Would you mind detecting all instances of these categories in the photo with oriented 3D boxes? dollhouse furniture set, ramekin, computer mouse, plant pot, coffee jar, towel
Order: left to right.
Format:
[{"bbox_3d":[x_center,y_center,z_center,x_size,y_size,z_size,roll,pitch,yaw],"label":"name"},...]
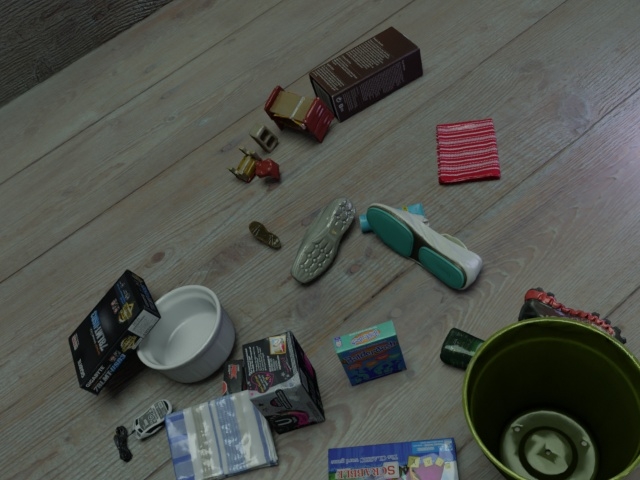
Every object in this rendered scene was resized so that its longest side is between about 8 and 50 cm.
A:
[{"bbox_3d":[-0.493,0.527,1.847,0.193,0.042,0.106,-36,48,-4],"label":"computer mouse"},{"bbox_3d":[-0.386,0.280,1.916,0.278,0.135,0.277,-15,47,17],"label":"ramekin"},{"bbox_3d":[-0.268,0.526,1.742,0.285,0.034,0.209,-17,72,5],"label":"towel"},{"bbox_3d":[-0.139,-0.353,2.357,0.201,0.152,0.373,25,82,30],"label":"dollhouse furniture set"},{"bbox_3d":[0.487,-0.299,2.182,0.199,0.031,0.274,-5,53,12],"label":"towel"},{"bbox_3d":[0.416,0.304,1.722,0.185,0.079,0.096,19,59,28],"label":"coffee jar"},{"bbox_3d":[0.506,0.415,1.439,0.367,0.352,0.366,-8,53,10],"label":"plant pot"}]

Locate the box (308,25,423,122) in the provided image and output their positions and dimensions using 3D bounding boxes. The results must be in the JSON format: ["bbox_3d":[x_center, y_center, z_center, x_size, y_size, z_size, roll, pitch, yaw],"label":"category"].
[{"bbox_3d":[0.171,-0.625,2.449,0.382,0.143,0.191,-32,52,-6],"label":"box"}]

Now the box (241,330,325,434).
[{"bbox_3d":[-0.096,0.377,1.709,0.142,0.247,0.163,-18,51,5],"label":"box"}]

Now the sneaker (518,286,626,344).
[{"bbox_3d":[0.639,0.232,1.700,0.276,0.097,0.135,26,65,33],"label":"sneaker"}]

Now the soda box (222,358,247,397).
[{"bbox_3d":[-0.240,0.423,1.841,0.060,0.053,0.168,-10,52,9],"label":"soda box"}]

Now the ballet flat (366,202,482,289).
[{"bbox_3d":[0.314,0.002,1.963,0.139,0.139,0.400,-43,59,-16],"label":"ballet flat"}]

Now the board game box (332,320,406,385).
[{"bbox_3d":[0.133,0.301,1.723,0.160,0.210,0.047,-18,51,4],"label":"board game box"}]

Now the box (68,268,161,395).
[{"bbox_3d":[-0.620,0.263,1.952,0.293,0.073,0.295,-49,33,-1],"label":"box"}]

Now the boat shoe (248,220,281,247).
[{"bbox_3d":[-0.183,-0.015,2.155,0.050,0.045,0.135,-46,59,-9],"label":"boat shoe"}]

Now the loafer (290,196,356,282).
[{"bbox_3d":[0.000,0.000,2.066,0.319,0.112,0.111,-55,23,-23],"label":"loafer"}]

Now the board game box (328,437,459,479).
[{"bbox_3d":[0.179,0.643,1.547,0.319,0.065,0.317,-9,53,10],"label":"board game box"}]

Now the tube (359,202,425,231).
[{"bbox_3d":[0.227,-0.070,2.080,0.207,0.052,0.080,-10,62,1],"label":"tube"}]
